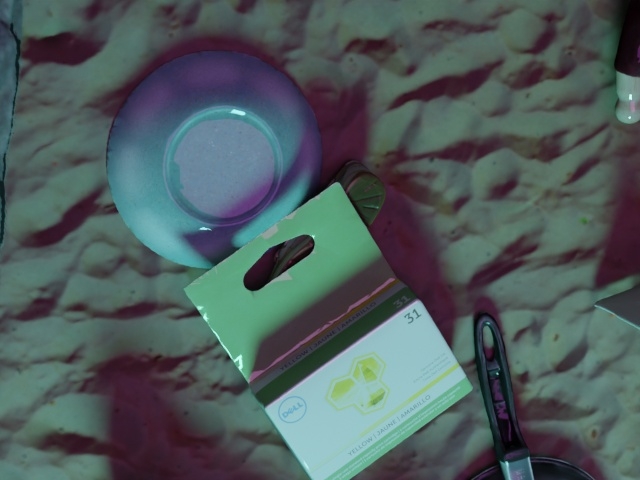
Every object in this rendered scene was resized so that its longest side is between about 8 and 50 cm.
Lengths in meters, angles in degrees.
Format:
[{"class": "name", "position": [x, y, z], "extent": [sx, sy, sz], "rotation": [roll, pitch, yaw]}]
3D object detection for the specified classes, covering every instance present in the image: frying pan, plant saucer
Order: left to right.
[{"class": "plant saucer", "position": [-0.088, -0.067, 1.636], "extent": [0.194, 0.037, 0.195], "rotation": [-3, 101, -13]}, {"class": "frying pan", "position": [0.211, 0.241, 1.773], "extent": [0.197, 0.053, 0.326], "rotation": [8, 102, -17]}]

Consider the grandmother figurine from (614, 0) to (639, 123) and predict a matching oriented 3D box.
[{"class": "grandmother figurine", "position": [0.355, -0.180, 1.699], "extent": [0.207, 0.104, 0.342], "rotation": [-34, 110, -15]}]

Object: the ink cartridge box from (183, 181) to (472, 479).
[{"class": "ink cartridge box", "position": [0.011, 0.089, 1.659], "extent": [0.171, 0.056, 0.235], "rotation": [-35, 123, -5]}]

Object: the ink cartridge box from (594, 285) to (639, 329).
[{"class": "ink cartridge box", "position": [0.454, 0.079, 1.716], "extent": [0.353, 0.207, 0.119], "rotation": [-15, 103, -10]}]

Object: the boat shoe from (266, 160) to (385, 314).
[{"class": "boat shoe", "position": [-0.001, -0.001, 1.673], "extent": [0.056, 0.048, 0.153], "rotation": [27, 100, -30]}]
